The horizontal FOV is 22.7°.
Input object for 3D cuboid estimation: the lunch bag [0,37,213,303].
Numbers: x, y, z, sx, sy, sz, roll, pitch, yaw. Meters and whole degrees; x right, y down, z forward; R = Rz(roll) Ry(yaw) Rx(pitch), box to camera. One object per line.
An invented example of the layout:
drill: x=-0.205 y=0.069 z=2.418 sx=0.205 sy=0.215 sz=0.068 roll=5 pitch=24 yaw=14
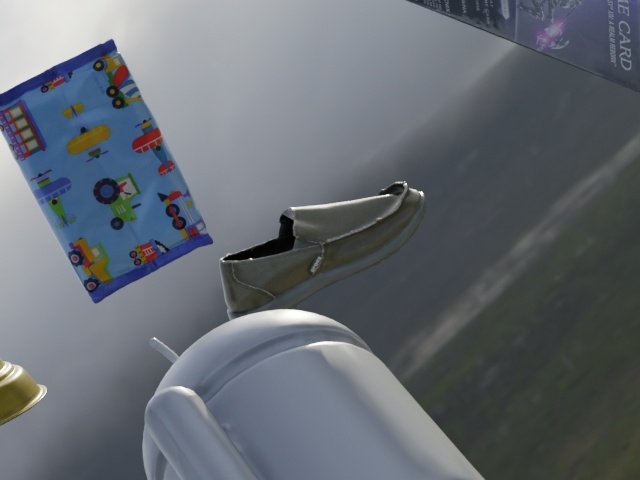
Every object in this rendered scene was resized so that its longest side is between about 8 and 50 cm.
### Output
lunch bag: x=-0.226 y=-0.077 z=1.648 sx=0.138 sy=0.221 sz=0.293 roll=-27 pitch=8 yaw=-4

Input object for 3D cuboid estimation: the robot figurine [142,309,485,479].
robot figurine: x=-0.002 y=0.186 z=1.161 sx=0.200 sy=0.353 sz=0.300 roll=-48 pitch=-43 yaw=7

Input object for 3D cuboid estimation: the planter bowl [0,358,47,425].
planter bowl: x=-0.398 y=0.149 z=1.625 sx=0.217 sy=0.090 sz=0.217 roll=-17 pitch=9 yaw=3

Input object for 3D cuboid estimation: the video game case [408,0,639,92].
video game case: x=0.152 y=-0.240 z=1.275 sx=0.026 sy=0.274 sz=0.196 roll=-42 pitch=-40 yaw=-27

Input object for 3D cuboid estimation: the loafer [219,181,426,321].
loafer: x=0.000 y=0.000 z=1.704 sx=0.251 sy=0.087 sz=0.094 roll=-31 pitch=16 yaw=-12
